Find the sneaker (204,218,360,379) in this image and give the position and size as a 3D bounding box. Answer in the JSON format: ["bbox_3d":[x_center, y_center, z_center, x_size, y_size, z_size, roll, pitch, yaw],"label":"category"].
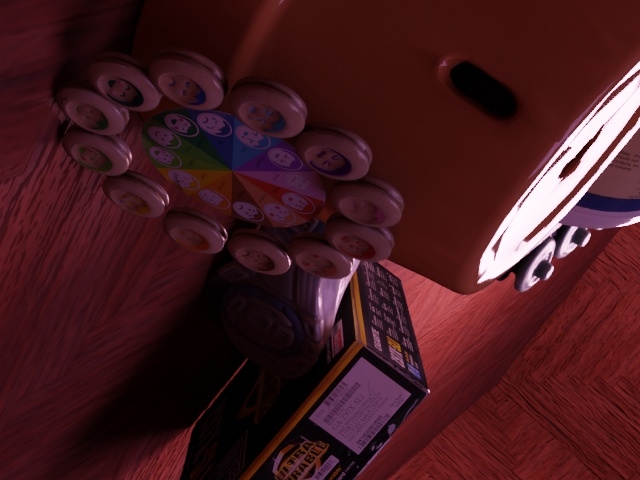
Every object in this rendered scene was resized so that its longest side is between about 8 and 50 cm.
[{"bbox_3d":[0.000,0.000,0.992,0.129,0.111,0.297,-43,167,-41],"label":"sneaker"}]

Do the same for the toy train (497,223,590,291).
[{"bbox_3d":[0.286,-0.077,1.576,0.334,0.142,0.190,-34,148,-38],"label":"toy train"}]

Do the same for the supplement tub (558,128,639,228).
[{"bbox_3d":[0.228,-0.186,0.912,0.228,0.228,0.316,-34,160,-43],"label":"supplement tub"}]

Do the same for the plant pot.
[{"bbox_3d":[0.070,-0.108,0.709,0.291,0.203,0.291,-45,166,-14],"label":"plant pot"}]

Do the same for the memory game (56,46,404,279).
[{"bbox_3d":[-0.047,-0.032,0.641,0.186,0.186,0.012,103,7,-62],"label":"memory game"}]

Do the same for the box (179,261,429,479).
[{"bbox_3d":[-0.024,0.152,1.134,0.257,0.079,0.322,-52,-171,11],"label":"box"}]
